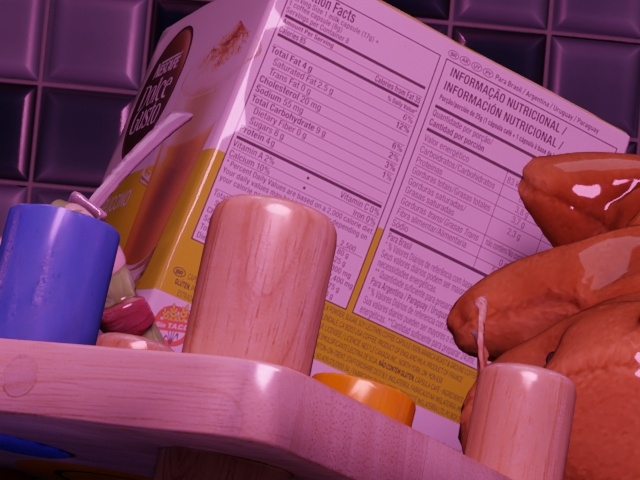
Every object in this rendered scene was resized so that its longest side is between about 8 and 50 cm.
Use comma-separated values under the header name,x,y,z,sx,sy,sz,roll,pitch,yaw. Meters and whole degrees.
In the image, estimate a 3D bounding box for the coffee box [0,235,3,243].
name,x,y,z,sx,sy,sz,roll,pitch,yaw
coffee box,-0.290,0.079,1.192,0.246,0.141,0.098,0,40,-12

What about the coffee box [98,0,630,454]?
name,x,y,z,sx,sy,sz,roll,pitch,yaw
coffee box,0.000,0.000,1.457,0.338,0.334,0.337,25,-12,-19

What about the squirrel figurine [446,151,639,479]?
name,x,y,z,sx,sy,sz,roll,pitch,yaw
squirrel figurine,0.267,0.085,1.023,0.397,0.281,0.370,1,2,18

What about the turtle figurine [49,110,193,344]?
name,x,y,z,sx,sy,sz,roll,pitch,yaw
turtle figurine,-0.183,0.078,0.996,0.266,0.275,0.198,2,-35,-39

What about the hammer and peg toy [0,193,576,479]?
name,x,y,z,sx,sy,sz,roll,pitch,yaw
hammer and peg toy,-0.107,0.073,0.596,0.361,0.127,0.266,3,-17,31
